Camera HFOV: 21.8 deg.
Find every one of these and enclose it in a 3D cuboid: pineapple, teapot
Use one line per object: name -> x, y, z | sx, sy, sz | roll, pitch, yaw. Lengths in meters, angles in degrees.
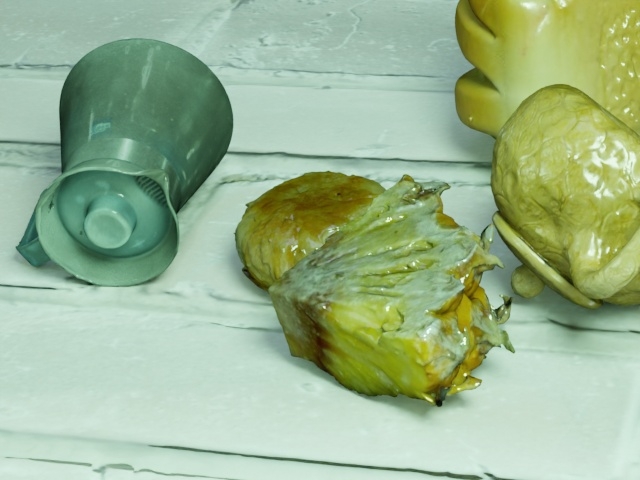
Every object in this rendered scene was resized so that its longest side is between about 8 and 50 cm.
pineapple -> 0.058, 0.046, 1.334 | 0.186, 0.114, 0.236 | -11, 25, 11
teapot -> -0.190, -0.066, 1.553 | 0.203, 0.171, 0.225 | -29, 27, 25
teapot -> 0.218, -0.014, 1.373 | 0.203, 0.167, 0.311 | 37, 10, -13

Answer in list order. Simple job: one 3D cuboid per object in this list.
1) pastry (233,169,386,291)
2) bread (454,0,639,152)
pastry -> -0.003, -0.004, 1.469 | 0.153, 0.081, 0.153 | -2, 33, 2
bread -> 0.271, -0.215, 1.639 | 0.316, 0.270, 0.211 | -12, 13, -18
